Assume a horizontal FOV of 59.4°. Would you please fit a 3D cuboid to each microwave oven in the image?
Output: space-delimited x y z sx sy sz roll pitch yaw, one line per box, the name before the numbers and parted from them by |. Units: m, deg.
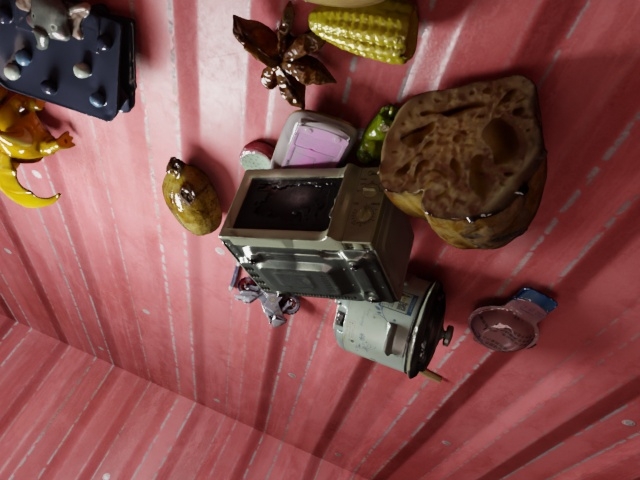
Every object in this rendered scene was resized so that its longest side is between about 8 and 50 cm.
microwave oven | 0.000 0.000 1.253 0.354 0.219 0.286 2 146 24

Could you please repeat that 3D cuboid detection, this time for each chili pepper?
chili pepper | 0.133 -0.225 1.133 0.072 0.073 0.204 16 154 -9

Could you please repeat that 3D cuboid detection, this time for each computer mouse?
computer mouse | -0.023 -0.186 1.256 0.158 0.072 0.310 16 149 -9

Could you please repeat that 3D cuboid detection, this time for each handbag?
handbag | -0.568 -0.428 1.229 0.325 0.118 0.269 17 122 8

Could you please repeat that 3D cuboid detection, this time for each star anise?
star anise | -0.069 -0.349 1.085 0.212 0.111 0.196 10 150 7

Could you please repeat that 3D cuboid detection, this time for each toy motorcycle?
toy motorcycle | -0.176 0.201 1.791 0.215 0.123 0.080 22 159 7

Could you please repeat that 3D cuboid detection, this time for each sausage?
sausage | 0.338 0.431 1.843 0.132 0.024 0.024 27 144 -2

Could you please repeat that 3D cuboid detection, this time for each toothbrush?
toothbrush | -0.265 0.087 1.791 0.026 0.024 0.288 15 143 -8

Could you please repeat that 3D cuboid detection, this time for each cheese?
cheese | 0.490 0.211 1.444 0.188 0.074 0.286 25 140 0

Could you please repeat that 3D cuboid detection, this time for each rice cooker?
rice cooker | 0.197 0.206 1.457 0.316 0.316 0.265 15 103 14

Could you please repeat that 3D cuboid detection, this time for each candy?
candy | 0.070 -0.372 0.969 0.198 0.106 0.094 17 161 19
candy | -0.146 -0.194 1.360 0.103 0.043 0.103 14 142 11

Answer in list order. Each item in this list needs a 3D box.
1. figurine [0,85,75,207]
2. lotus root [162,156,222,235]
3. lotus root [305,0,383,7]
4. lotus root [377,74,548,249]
figurine | -0.908 -0.296 1.513 0.386 0.268 0.401 -5 146 16
lotus root | -0.348 -0.117 1.506 0.145 0.128 0.260 18 142 27
lotus root | 0.061 -0.433 0.832 0.309 0.183 0.183 13 141 17
lotus root | 0.260 -0.104 1.023 0.316 0.316 0.250 5 150 26
